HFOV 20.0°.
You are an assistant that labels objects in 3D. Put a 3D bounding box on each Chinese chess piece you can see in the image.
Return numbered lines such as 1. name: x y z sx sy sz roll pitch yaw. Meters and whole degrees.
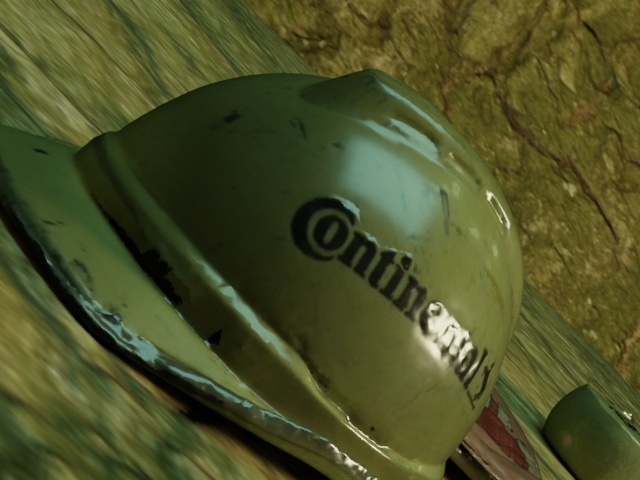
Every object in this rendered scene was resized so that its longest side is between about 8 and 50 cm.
1. Chinese chess piece: 0.240 0.178 1.432 0.144 0.058 0.144 44 6 -6

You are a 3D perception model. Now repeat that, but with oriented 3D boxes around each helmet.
1. helmet: 0.000 -0.004 0.740 0.257 0.137 0.204 38 10 -45

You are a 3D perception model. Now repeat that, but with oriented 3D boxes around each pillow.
1. pillow: 0.046 0.066 0.986 0.248 0.049 0.135 48 7 -17
